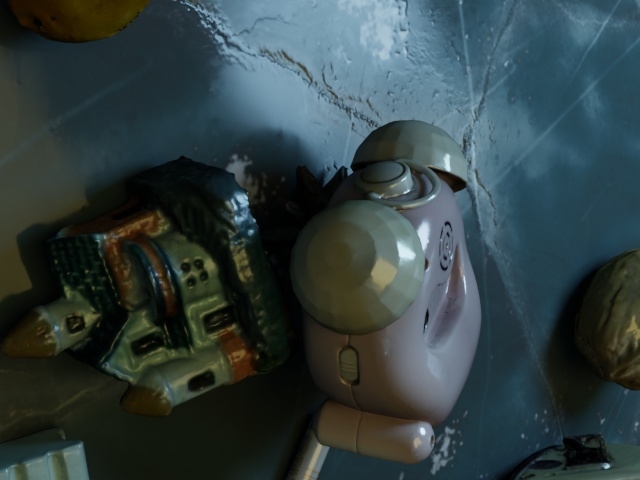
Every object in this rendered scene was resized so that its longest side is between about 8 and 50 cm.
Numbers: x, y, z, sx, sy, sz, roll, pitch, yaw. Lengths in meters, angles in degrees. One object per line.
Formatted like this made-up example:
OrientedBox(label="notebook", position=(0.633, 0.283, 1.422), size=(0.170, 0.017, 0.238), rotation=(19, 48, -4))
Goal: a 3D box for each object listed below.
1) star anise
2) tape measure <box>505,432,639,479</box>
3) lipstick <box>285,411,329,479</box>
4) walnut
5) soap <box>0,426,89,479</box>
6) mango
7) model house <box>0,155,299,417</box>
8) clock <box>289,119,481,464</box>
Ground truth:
OrientedBox(label="star anise", position=(0.000, 0.000, 1.257), size=(0.182, 0.065, 0.195), rotation=(-40, 117, -26))
OrientedBox(label="tape measure", position=(0.395, 0.386, 1.500), size=(0.270, 0.231, 0.133), rotation=(-11, 90, 4))
OrientedBox(label="lipstick", position=(-0.017, 0.302, 1.292), size=(0.040, 0.040, 0.141), rotation=(30, 77, -34))
OrientedBox(label="walnut", position=(0.522, 0.131, 1.566), size=(0.198, 0.198, 0.245), rotation=(49, 64, -29))
OrientedBox(label="soap", position=(-0.326, 0.359, 1.050), size=(0.159, 0.087, 0.266), rotation=(-15, 103, -33))
OrientedBox(label="mango", position=(-0.222, -0.309, 1.013), size=(0.248, 0.151, 0.156), rotation=(-37, 113, -25))
OrientedBox(label="model house", position=(-0.205, 0.075, 1.060), size=(0.291, 0.184, 0.253), rotation=(-25, 113, -26))
OrientedBox(label="clock", position=(0.086, 0.052, 1.146), size=(0.342, 0.183, 0.326), rotation=(-64, 149, -54))
